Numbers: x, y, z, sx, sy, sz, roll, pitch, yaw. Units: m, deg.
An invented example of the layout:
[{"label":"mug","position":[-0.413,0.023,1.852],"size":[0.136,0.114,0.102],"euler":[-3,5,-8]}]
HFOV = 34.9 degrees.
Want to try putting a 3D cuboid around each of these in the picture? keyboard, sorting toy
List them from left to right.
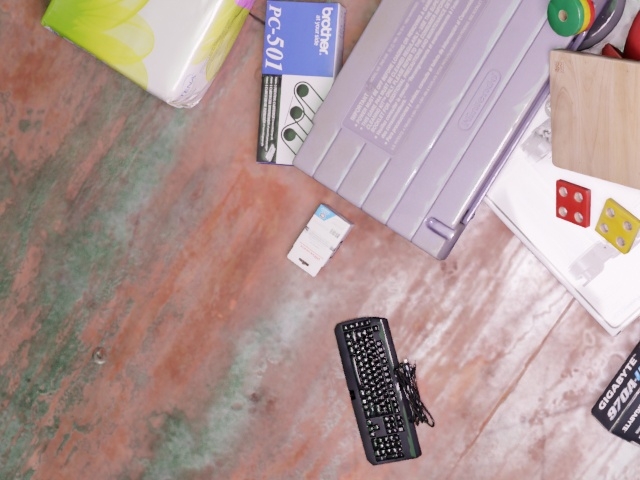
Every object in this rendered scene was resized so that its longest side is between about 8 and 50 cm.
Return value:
[{"label":"keyboard","position":[0.081,0.191,1.304],"size":[0.100,0.038,0.192],"euler":[-15,90,15]},{"label":"sorting toy","position":[0.308,-0.125,1.078],"size":[0.132,0.046,0.274],"euler":[24,128,51]}]

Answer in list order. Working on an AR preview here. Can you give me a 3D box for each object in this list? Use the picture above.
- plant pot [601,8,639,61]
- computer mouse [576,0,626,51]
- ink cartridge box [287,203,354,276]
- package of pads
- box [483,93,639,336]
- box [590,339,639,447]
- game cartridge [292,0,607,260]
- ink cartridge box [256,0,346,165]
[{"label":"plant pot","position":[0.423,-0.200,1.114],"size":[0.191,0.191,0.174],"euler":[45,111,9]},{"label":"computer mouse","position":[0.234,-0.289,1.224],"size":[0.272,0.072,0.188],"euler":[8,97,27]},{"label":"ink cartridge box","position":[0.000,0.000,1.318],"size":[0.048,0.028,0.083],"euler":[36,101,10]},{"label":"package of pads","position":[-0.191,-0.346,1.314],"size":[0.229,0.101,0.296],"euler":[33,102,12]},{"label":"box","position":[0.307,-0.049,1.203],"size":[0.169,0.087,0.290],"euler":[-45,81,13]},{"label":"box","position":[0.439,0.151,1.155],"size":[0.175,0.051,0.220],"euler":[26,102,-21]},{"label":"game cartridge","position":[0.142,-0.185,1.180],"size":[0.230,0.068,0.355],"euler":[35,98,27]},{"label":"ink cartridge box","position":[-0.025,-0.198,1.305],"size":[0.097,0.046,0.207],"euler":[6,94,13]}]
